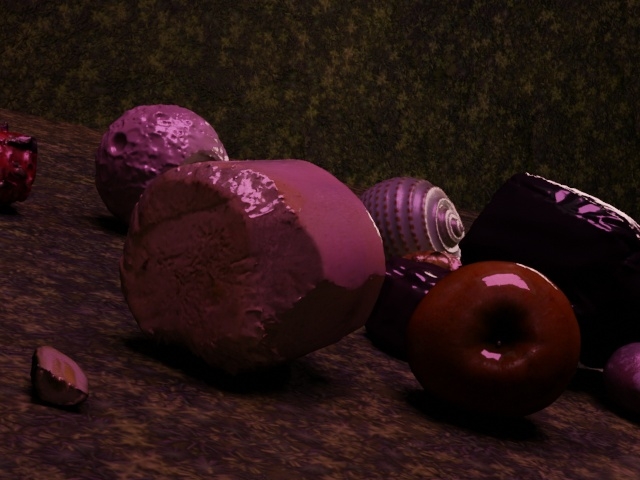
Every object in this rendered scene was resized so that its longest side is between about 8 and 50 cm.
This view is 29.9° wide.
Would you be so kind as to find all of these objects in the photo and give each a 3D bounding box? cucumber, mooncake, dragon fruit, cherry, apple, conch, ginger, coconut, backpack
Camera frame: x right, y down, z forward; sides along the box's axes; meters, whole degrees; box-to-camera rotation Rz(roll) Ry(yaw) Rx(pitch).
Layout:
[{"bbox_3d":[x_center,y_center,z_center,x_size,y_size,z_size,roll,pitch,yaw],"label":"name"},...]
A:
[{"bbox_3d":[-0.285,0.147,1.289,0.067,0.035,0.107,31,3,-16],"label":"cucumber"},{"bbox_3d":[0.214,0.120,1.937,0.283,0.141,0.283,17,9,-3],"label":"mooncake"},{"bbox_3d":[-0.608,-0.140,2.160,0.172,0.160,0.167,5,54,-29],"label":"dragon fruit"},{"bbox_3d":[0.535,0.230,1.868,0.188,0.115,0.148,22,-9,10],"label":"cherry"},{"bbox_3d":[0.235,0.139,1.633,0.236,0.237,0.207,15,-8,-1],"label":"apple"},{"bbox_3d":[0.185,-0.032,2.620,0.319,0.215,0.303,23,2,38],"label":"conch"},{"bbox_3d":[0.235,0.077,2.351,0.216,0.102,0.157,12,-19,12],"label":"ginger"},{"bbox_3d":[-0.079,0.033,1.586,0.297,0.298,0.309,20,12,31],"label":"coconut"},{"bbox_3d":[0.461,0.074,2.089,0.445,0.255,0.363,27,3,-44],"label":"backpack"}]

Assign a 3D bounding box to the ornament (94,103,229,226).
[{"bbox_3d":[-0.311,-0.140,2.311,0.225,0.260,0.259,26,14,34],"label":"ornament"}]
